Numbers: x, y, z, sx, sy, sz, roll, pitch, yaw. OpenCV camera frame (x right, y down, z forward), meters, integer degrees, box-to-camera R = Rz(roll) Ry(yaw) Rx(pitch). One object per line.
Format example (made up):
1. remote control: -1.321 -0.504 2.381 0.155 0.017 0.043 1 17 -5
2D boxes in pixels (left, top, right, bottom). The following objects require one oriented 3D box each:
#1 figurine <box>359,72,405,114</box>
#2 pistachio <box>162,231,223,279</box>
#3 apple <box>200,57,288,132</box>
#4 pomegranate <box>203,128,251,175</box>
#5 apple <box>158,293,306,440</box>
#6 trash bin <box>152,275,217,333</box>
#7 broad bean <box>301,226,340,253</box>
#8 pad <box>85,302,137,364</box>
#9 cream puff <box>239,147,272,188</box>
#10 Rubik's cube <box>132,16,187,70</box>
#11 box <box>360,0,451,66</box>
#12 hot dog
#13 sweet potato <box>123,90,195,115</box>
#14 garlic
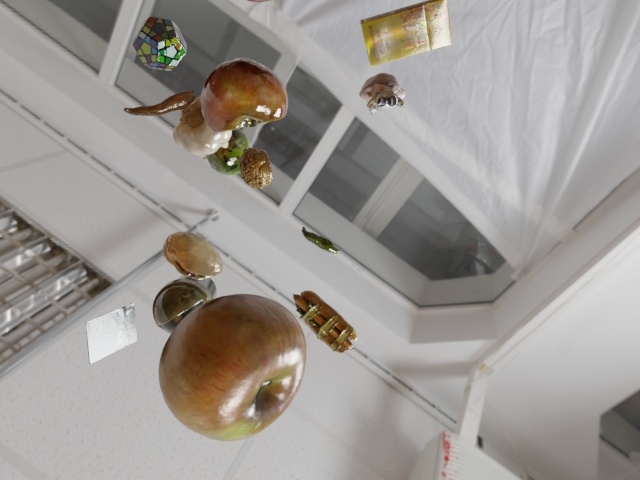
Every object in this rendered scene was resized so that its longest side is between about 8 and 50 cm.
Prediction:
1. figurine: 0.184 -0.432 1.455 0.138 0.111 0.229 -7 -154 5
2. pistachio: -0.380 0.041 1.505 0.201 0.117 0.145 27 -131 -38
3. apple: -0.170 -0.312 1.083 0.173 0.195 0.160 -86 -20 -51
4. pomegranate: -0.417 -0.386 2.137 0.263 0.210 0.211 5 -166 31
5. apple: -0.242 0.332 1.344 0.334 0.400 0.400 28 -160 37
6. trash bin: -0.491 0.235 1.816 0.214 0.214 0.334 32 -177 -8
7. broad bean: -0.005 0.002 2.143 0.195 0.046 0.061 33 -147 3
8. pad: -0.615 0.271 1.464 0.004 0.127 0.190 4 -168 22
9. cream puff: -0.253 -0.275 1.897 0.115 0.150 0.165 -19 -113 -22
10. Rubik's cube: -0.399 -0.488 1.231 0.133 0.112 0.133 4 -110 -12
11. box: 0.158 -0.382 0.907 0.022 0.157 0.089 -90 -14 -45
12. hot dog: 0.010 0.266 1.630 0.269 0.109 0.072 42 -168 3
13. sweet potato: -0.480 -0.406 1.494 0.214 0.050 0.050 -21 -126 -14
14. garlic: -0.355 -0.340 1.600 0.199 0.199 0.226 50 -179 23
